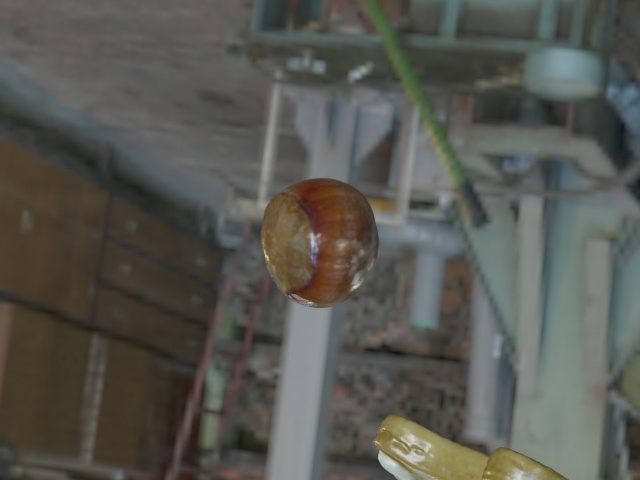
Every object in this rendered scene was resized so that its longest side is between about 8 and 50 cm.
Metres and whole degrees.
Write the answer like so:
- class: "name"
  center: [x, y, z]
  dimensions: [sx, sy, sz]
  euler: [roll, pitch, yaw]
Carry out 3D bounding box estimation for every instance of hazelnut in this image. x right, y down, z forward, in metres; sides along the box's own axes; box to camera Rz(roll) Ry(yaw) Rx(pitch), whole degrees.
- class: "hazelnut"
  center: [0.000, 0.000, 1.176]
  dimensions: [0.086, 0.086, 0.086]
  euler: [7, 170, 1]

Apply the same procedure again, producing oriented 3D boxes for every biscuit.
- class: "biscuit"
  center: [0.132, 0.154, 0.950]
  dimensions: [0.158, 0.035, 0.240]
  euler: [33, 168, -32]
